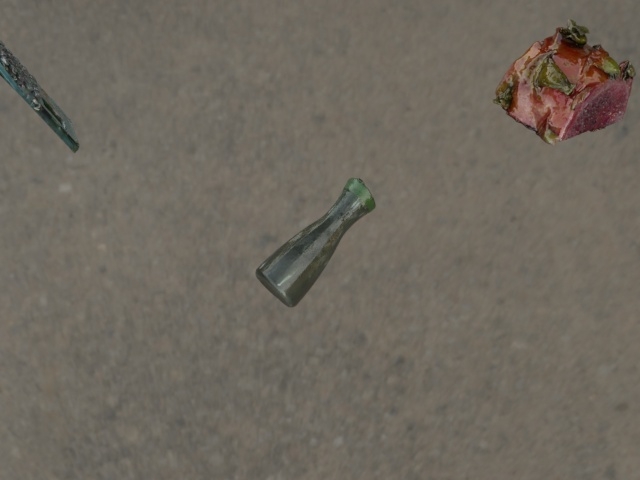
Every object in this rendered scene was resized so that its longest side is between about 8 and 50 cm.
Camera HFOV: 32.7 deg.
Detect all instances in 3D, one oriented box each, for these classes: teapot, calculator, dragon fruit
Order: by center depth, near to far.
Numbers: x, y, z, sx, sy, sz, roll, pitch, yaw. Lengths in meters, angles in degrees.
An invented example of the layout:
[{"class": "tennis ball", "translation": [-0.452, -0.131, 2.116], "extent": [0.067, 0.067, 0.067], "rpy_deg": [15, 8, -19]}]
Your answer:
[{"class": "teapot", "translation": [0.000, 0.000, 0.857], "extent": [0.043, 0.043, 0.111], "rpy_deg": [41, 81, 13]}, {"class": "calculator", "translation": [-0.290, -0.154, 1.061], "extent": [0.018, 0.172, 0.057], "rpy_deg": [-30, 48, 5]}, {"class": "dragon fruit", "translation": [0.261, -0.167, 1.115], "extent": [0.147, 0.096, 0.102], "rpy_deg": [-18, 52, -35]}]
